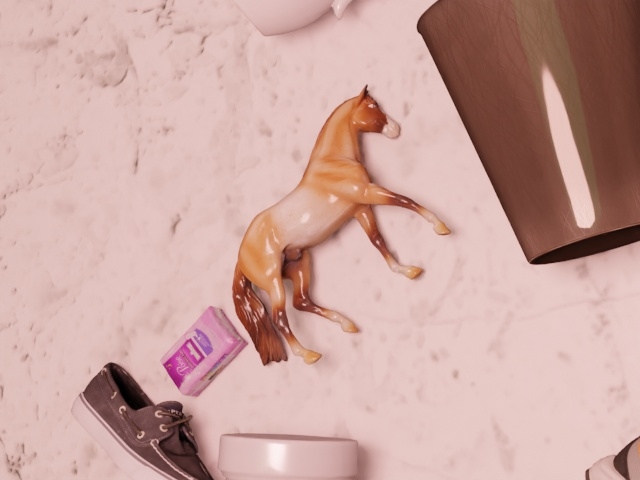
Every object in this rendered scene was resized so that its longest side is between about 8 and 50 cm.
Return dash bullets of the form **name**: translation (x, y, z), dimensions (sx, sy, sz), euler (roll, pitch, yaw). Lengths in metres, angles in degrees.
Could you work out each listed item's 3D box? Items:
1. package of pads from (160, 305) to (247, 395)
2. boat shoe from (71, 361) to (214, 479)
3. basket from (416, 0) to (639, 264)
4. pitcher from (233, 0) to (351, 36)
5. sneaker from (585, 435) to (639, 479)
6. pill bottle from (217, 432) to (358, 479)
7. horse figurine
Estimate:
- **package of pads**: translation (-0.117, 0.110, 1.184), dimensions (0.083, 0.032, 0.050), euler (-46, 63, 15)
- **boat shoe**: translation (-0.161, 0.187, 1.160), dimensions (0.228, 0.080, 0.076), euler (30, 90, 48)
- **basket**: translation (0.202, -0.105, 0.983), dimensions (0.204, 0.154, 0.227), euler (-18, 79, 26)
- **pitcher**: translation (0.014, -0.273, 1.127), dimensions (0.207, 0.125, 0.178), euler (-40, 82, 6)
- **sneaker**: translation (0.321, 0.255, 0.898), dimensions (0.108, 0.100, 0.271), euler (-42, 66, 11)
- **pill bottle**: translation (-0.032, 0.305, 1.044), dimensions (0.153, 0.153, 0.265), euler (-3, 82, 27)
- **horse figurine**: translation (0.000, 0.000, 1.119), dimensions (0.263, 0.066, 0.174), euler (-46, 71, 13)
